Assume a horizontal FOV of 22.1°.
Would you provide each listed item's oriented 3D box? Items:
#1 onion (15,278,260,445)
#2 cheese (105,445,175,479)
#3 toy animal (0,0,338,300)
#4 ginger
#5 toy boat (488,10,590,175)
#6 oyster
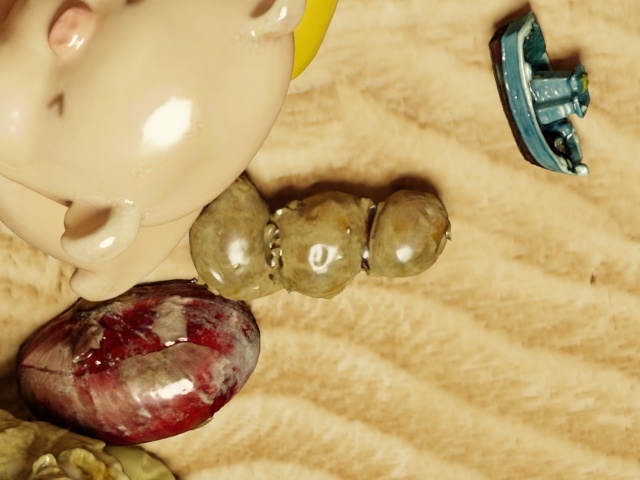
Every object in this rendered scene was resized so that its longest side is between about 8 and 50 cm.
[{"bbox_3d":[-0.143,0.119,1.331,0.206,0.098,0.151,-23,118,12],"label":"onion"},{"bbox_3d":[-0.213,0.276,1.420,0.226,0.117,0.214,5,116,1],"label":"cheese"},{"bbox_3d":[-0.159,-0.105,1.103,0.277,0.247,0.345,32,116,-21],"label":"toy animal"},{"bbox_3d":[0.000,0.000,1.271,0.204,0.080,0.104,1,116,1],"label":"ginger"},{"bbox_3d":[0.170,-0.105,1.220,0.060,0.060,0.137,-4,121,27],"label":"toy boat"},{"bbox_3d":[-0.291,0.215,1.297,0.337,0.133,0.198,-8,133,19],"label":"oyster"}]
